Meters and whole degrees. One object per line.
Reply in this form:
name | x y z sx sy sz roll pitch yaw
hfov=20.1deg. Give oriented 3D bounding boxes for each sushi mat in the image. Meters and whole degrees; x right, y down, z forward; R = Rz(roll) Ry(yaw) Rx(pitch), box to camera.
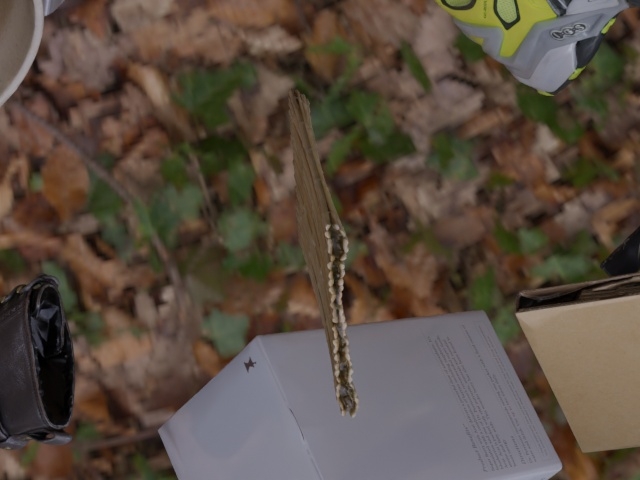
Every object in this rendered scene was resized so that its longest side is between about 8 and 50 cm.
sushi mat | 0.000 0.000 1.411 0.019 0.316 0.151 -5 113 -4

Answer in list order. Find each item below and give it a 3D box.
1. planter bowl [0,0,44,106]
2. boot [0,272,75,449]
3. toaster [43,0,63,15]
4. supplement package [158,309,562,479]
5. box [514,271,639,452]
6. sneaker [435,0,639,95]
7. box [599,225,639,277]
planter bowl | -0.171 -0.096 0.527 0.162 0.109 0.162 -14 157 -6
boot | -0.299 0.088 1.568 0.229 0.263 0.091 -34 153 35
toaster | -0.159 -0.228 0.963 0.185 0.110 0.168 34 79 -4
supplement package | 0.037 0.189 1.640 0.293 0.177 0.175 -3 150 -43
box | 0.244 0.088 1.313 0.164 0.021 0.201 -10 142 18
sneaker | 0.181 -0.238 1.295 0.147 0.145 0.385 28 148 -4
box | 0.377 -0.075 1.439 0.293 0.073 0.295 -48 168 21
